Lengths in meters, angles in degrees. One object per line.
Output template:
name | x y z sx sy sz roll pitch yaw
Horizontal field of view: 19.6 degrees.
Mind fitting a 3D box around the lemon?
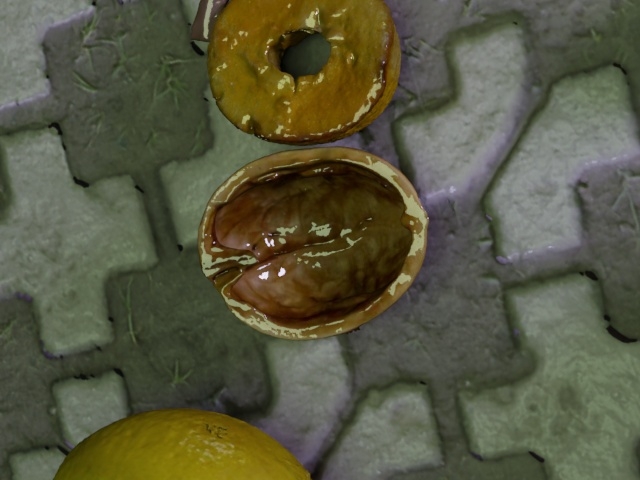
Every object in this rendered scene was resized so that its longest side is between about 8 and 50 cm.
lemon | -0.117 0.262 1.639 0.263 0.236 0.236 20 103 2

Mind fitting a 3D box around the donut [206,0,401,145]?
donut | -0.010 -0.157 1.632 0.178 0.065 0.162 11 83 26

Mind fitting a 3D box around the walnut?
walnut | 0.002 0.000 1.639 0.211 0.087 0.167 -10 92 15

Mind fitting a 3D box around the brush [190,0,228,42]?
brush | -0.074 -0.323 1.642 0.084 0.071 0.301 16 98 17
